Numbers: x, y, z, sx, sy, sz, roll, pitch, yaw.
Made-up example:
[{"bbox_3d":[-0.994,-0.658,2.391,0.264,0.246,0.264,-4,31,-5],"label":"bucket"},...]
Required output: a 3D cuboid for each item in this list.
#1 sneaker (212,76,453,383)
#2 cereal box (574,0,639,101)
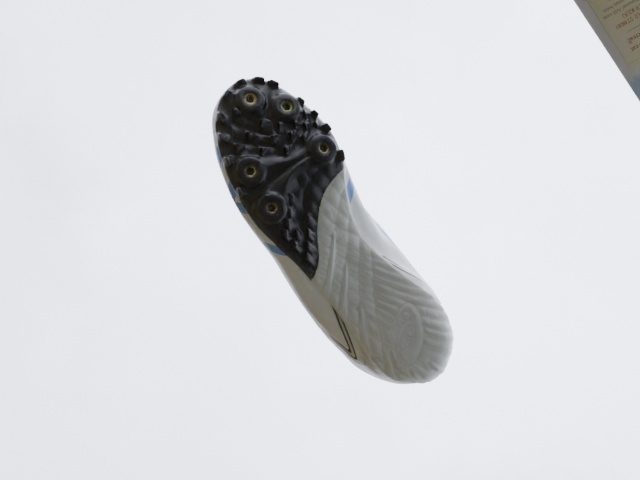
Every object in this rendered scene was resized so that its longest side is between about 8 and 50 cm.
[{"bbox_3d":[0.000,0.000,0.712,0.237,0.085,0.086,56,-21,-13],"label":"sneaker"},{"bbox_3d":[0.213,-0.199,0.624,0.173,0.047,0.240,-27,-78,48],"label":"cereal box"}]
